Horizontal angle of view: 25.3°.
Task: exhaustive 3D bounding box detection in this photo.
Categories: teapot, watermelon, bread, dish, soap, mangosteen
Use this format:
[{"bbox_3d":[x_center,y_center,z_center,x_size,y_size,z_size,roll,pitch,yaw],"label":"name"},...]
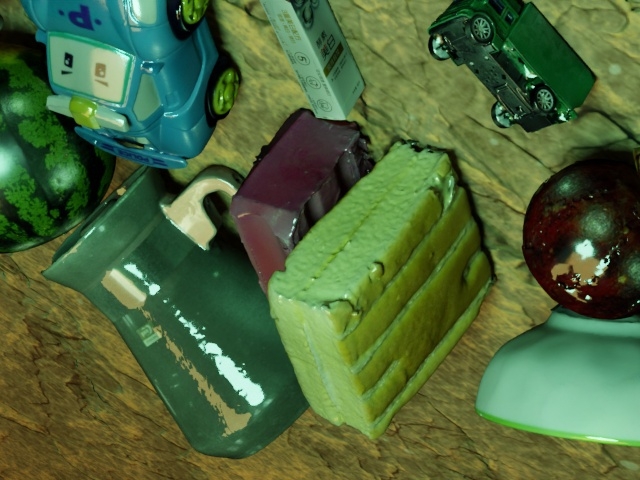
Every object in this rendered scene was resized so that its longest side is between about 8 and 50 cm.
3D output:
[{"bbox_3d":[-0.143,0.074,1.772,0.344,0.253,0.300,44,115,-12],"label":"teapot"},{"bbox_3d":[-0.371,-0.107,1.670,0.269,0.269,0.269,23,149,15],"label":"watermelon"},{"bbox_3d":[0.072,0.049,1.517,0.111,0.246,0.239,26,152,33],"label":"bread"},{"bbox_3d":[0.320,0.120,1.432,0.324,0.124,0.324,2,-177,0],"label":"dish"},{"bbox_3d":[0.000,0.000,1.576,0.099,0.162,0.250,15,145,28],"label":"soap"},{"bbox_3d":[0.279,-0.010,1.323,0.180,0.166,0.166,-34,114,28],"label":"mangosteen"}]

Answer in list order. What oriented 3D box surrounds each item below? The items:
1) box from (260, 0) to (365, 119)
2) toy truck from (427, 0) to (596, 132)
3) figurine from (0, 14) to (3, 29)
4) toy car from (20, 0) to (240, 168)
[{"bbox_3d":[-0.017,-0.212,1.384,0.039,0.055,0.218,7,143,33],"label":"box"},{"bbox_3d":[0.167,-0.161,1.265,0.147,0.079,0.065,43,150,-21],"label":"toy truck"},{"bbox_3d":[-0.451,-0.343,1.439,0.248,0.203,0.380,12,147,24],"label":"figurine"},{"bbox_3d":[-0.210,-0.194,1.463,0.198,0.166,0.314,18,155,17],"label":"toy car"}]
